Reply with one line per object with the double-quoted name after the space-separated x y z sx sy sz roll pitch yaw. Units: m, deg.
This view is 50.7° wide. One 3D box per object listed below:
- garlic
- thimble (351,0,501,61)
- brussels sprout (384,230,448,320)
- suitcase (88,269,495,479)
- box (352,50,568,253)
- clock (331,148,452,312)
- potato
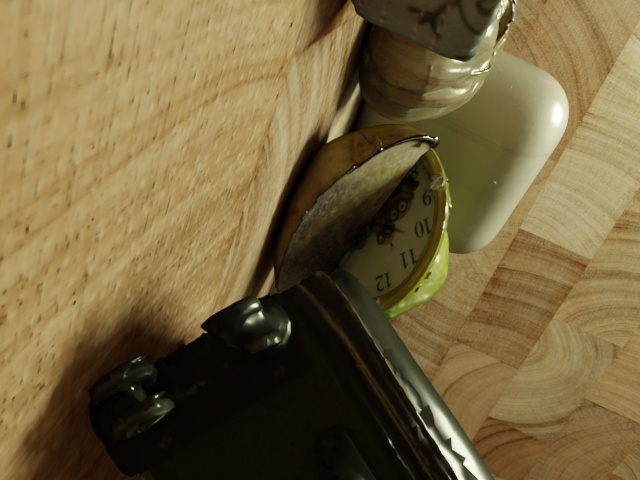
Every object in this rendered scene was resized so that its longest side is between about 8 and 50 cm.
0.141 -0.245 0.807 0.228 0.152 0.228 -63 -179 1 "garlic"
0.091 -0.221 0.513 0.151 0.118 0.127 109 6 -62 "thimble"
0.077 0.007 1.011 0.244 0.244 0.244 24 90 -86 "brussels sprout"
-0.004 0.184 0.503 0.194 0.283 0.434 -30 168 -12 "suitcase"
0.193 -0.148 1.055 0.141 0.288 0.349 -53 169 -43 "box"
0.067 -0.019 0.812 0.057 0.237 0.237 19 97 -43 "clock"
0.000 -0.049 0.759 0.120 0.100 0.261 16 119 -47 "potato"
